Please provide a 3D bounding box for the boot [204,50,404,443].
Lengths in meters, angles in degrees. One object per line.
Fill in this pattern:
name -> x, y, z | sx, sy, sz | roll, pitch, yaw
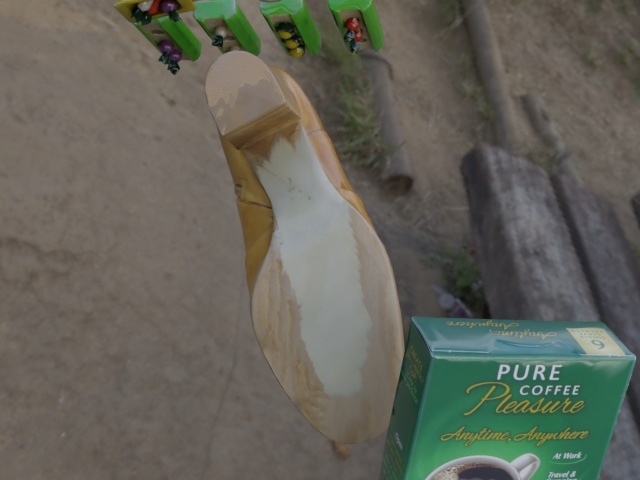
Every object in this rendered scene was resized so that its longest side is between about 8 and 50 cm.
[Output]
boot -> -0.001, 0.000, 0.722 | 0.211, 0.104, 0.295 | 21, 49, -81

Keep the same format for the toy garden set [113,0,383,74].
toy garden set -> -0.071, -0.212, 0.908 | 0.204, 0.244, 0.049 | 44, 46, -76

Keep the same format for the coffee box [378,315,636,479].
coffee box -> 0.089, 0.128, 0.498 | 0.113, 0.184, 0.040 | 2, 25, -12
